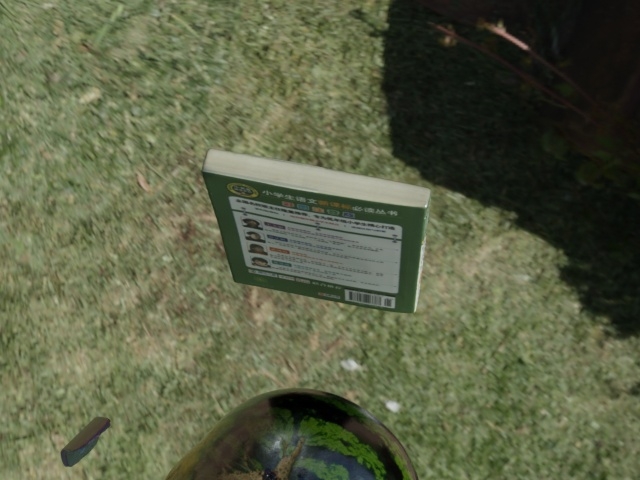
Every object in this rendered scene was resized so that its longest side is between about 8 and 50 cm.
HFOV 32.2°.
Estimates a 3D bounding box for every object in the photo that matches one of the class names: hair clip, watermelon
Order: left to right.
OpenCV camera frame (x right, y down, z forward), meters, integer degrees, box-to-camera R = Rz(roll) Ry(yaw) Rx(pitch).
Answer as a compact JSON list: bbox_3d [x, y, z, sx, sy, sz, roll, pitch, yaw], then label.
[{"bbox_3d":[-0.260,0.221,1.224,0.022,0.137,0.054,45,66,2],"label":"hair clip"},{"bbox_3d":[-0.033,0.274,1.038,0.269,0.269,0.269,-5,106,-18],"label":"watermelon"}]

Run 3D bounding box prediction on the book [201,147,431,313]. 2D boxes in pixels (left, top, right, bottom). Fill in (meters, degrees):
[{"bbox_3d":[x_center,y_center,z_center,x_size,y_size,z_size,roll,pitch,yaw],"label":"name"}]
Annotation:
[{"bbox_3d":[0.000,0.000,1.071,0.202,0.264,0.027,11,67,8],"label":"book"}]
